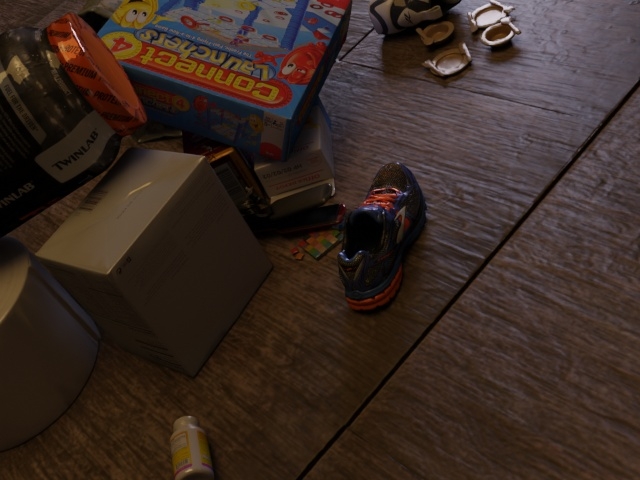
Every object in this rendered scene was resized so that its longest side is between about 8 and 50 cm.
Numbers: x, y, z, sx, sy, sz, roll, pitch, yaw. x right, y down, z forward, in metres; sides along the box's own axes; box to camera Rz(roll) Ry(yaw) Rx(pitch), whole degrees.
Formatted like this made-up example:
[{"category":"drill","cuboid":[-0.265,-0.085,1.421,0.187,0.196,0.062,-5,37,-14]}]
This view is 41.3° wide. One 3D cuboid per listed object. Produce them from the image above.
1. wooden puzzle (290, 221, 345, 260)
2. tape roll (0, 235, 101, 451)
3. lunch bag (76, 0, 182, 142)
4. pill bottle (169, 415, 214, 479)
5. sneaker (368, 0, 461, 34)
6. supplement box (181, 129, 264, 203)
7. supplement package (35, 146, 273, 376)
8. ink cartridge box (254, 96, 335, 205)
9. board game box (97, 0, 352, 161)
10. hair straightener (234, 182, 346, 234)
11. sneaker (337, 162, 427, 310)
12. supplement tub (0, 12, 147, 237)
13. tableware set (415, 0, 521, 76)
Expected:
[{"category":"wooden puzzle","cuboid":[0.000,0.000,1.138,0.083,0.006,0.049,-39,41,-11]},{"category":"tape roll","cuboid":[-0.446,0.136,1.135,0.246,0.169,0.246,-17,42,16]},{"category":"lunch bag","cuboid":[-0.290,-0.349,1.448,0.168,0.287,0.235,-3,48,28]},{"category":"pill bottle","cuboid":[-0.145,0.238,0.951,0.043,0.043,0.083,-26,40,4]},{"category":"sneaker","cuboid":[0.186,-0.443,1.417,0.153,0.094,0.235,4,51,32]},{"category":"supplement box","cuboid":[-0.152,-0.136,1.290,0.080,0.104,0.188,-24,40,7]},{"category":"supplement package","cuboid":[-0.203,0.024,1.080,0.149,0.203,0.194,11,54,38]},{"category":"ink cartridge box","cuboid":[-0.039,-0.130,1.250,0.104,0.062,0.181,-17,42,12]},{"category":"board game box","cuboid":[-0.141,-0.287,1.253,0.308,0.086,0.302,18,51,5]},{"category":"hair straightener","cuboid":[-0.083,-0.047,1.166,0.230,0.089,0.047,-7,44,29]},{"category":"sneaker","cuboid":[0.075,-0.021,1.054,0.083,0.087,0.221,-5,46,25]},{"category":"supplement tub","cuboid":[-0.404,-0.126,1.072,0.338,0.207,0.207,-31,40,6]},{"category":"tableware set","cuboid":[0.229,-0.318,1.319,0.168,0.020,0.141,-24,40,7]}]
